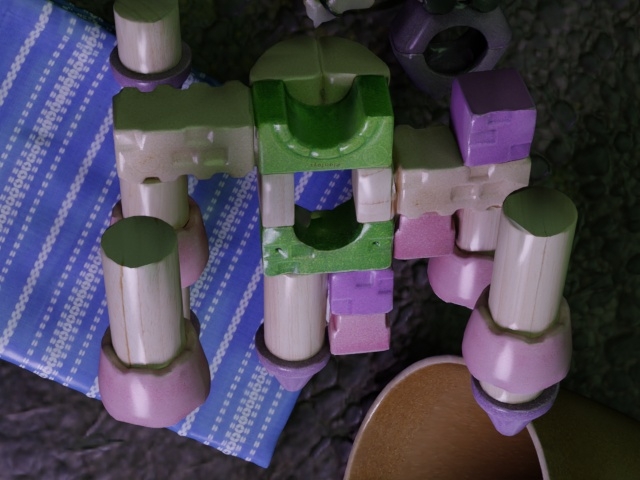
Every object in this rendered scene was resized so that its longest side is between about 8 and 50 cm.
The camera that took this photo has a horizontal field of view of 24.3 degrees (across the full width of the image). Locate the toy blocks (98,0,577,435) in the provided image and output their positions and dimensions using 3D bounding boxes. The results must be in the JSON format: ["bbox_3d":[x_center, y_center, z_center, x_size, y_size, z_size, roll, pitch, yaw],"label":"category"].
[{"bbox_3d":[0.000,0.000,0.971,0.289,0.309,0.260,-4,134,-5],"label":"toy blocks"}]

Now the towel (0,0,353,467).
[{"bbox_3d":[-0.131,-0.010,1.029,0.336,0.040,0.243,26,90,-18],"label":"towel"}]

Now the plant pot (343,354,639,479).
[{"bbox_3d":[0.181,0.214,1.068,0.254,0.237,0.237,10,94,-32],"label":"plant pot"}]
